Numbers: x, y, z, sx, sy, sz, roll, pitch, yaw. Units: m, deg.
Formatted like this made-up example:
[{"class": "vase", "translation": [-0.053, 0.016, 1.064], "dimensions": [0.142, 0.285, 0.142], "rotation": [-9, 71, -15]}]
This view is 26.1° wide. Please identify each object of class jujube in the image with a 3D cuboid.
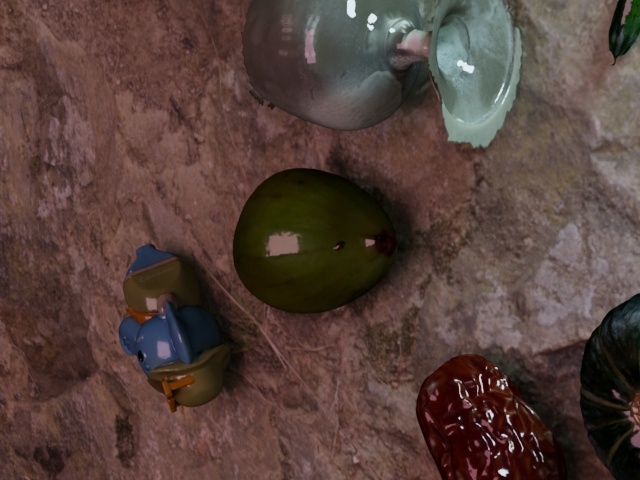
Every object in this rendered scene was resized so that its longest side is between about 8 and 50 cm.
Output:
[{"class": "jujube", "translation": [0.210, 0.257, 1.757], "dimensions": [0.155, 0.155, 0.230], "rotation": [-48, 64, 34]}]

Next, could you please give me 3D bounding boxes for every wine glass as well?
[{"class": "wine glass", "translation": [0.068, -0.245, 1.766], "dimensions": [0.323, 0.238, 0.238], "rotation": [10, 102, 40]}]

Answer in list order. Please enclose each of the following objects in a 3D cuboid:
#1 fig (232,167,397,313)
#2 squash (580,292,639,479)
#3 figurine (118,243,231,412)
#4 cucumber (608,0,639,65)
[{"class": "fig", "translation": [0.000, 0.000, 1.871], "dimensions": [0.225, 0.203, 0.203], "rotation": [-1, 95, 48]}, {"class": "squash", "translation": [0.413, 0.176, 1.561], "dimensions": [0.252, 0.165, 0.252], "rotation": [9, 103, 43]}, {"class": "figurine", "translation": [-0.229, 0.140, 2.139], "dimensions": [0.262, 0.154, 0.180], "rotation": [62, 140, 38]}, {"class": "cucumber", "translation": [0.369, -0.283, 1.624], "dimensions": [0.039, 0.039, 0.168], "rotation": [29, 112, 35]}]
